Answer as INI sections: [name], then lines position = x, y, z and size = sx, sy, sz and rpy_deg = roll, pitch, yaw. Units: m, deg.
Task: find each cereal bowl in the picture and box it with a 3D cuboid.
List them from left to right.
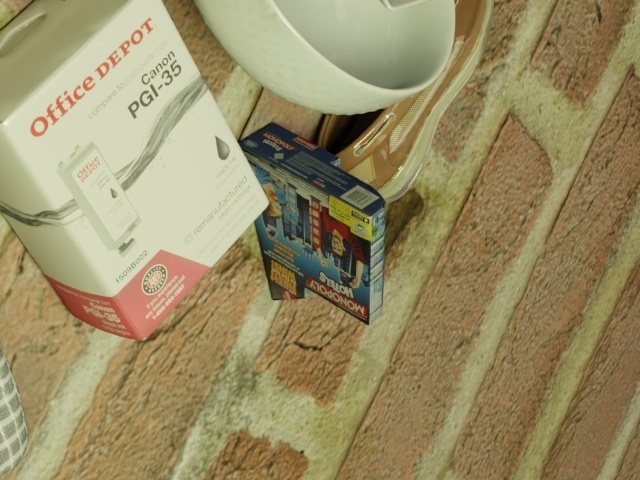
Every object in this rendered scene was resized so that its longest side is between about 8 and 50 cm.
[cereal bowl]
position = -0.024, -0.272, 1.538
size = 0.339, 0.141, 0.339
rpy_deg = 28, 52, -42

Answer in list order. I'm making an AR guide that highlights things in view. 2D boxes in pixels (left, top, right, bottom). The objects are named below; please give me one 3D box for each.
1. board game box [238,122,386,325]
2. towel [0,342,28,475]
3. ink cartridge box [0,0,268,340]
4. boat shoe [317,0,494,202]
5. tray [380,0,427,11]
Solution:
[board game box]
position = 0.000, 0.000, 1.690
size = 0.060, 0.194, 0.194
rpy_deg = -34, 139, -34
[towel]
position = -0.397, 0.142, 1.337
size = 0.284, 0.121, 0.235
rpy_deg = -32, 123, -36
[ink cartridge box]
position = -0.199, -0.079, 1.475
size = 0.207, 0.117, 0.283
rpy_deg = -48, 133, -24
[boat shoe]
position = 0.093, -0.202, 1.745
size = 0.116, 0.123, 0.324
rpy_deg = 28, 81, -45
[tray]
position = 0.038, -0.348, 1.515
size = 0.145, 0.030, 0.270
rpy_deg = -26, 92, -53
